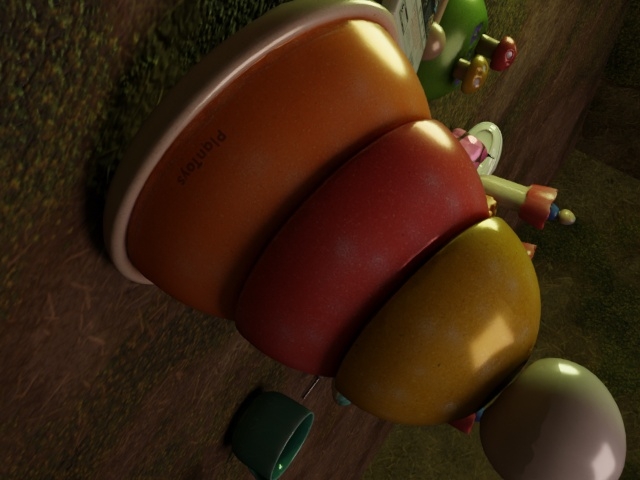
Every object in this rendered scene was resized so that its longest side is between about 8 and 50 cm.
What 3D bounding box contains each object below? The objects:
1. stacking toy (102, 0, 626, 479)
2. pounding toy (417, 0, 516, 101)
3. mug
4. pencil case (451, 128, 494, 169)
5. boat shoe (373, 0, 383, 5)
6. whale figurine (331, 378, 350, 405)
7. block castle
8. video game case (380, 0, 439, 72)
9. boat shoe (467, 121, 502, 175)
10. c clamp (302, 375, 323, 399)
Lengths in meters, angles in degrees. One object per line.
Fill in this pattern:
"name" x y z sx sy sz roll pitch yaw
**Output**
"stacking toy" 0.070 0.050 0.927 0.350 0.480 0.351 -39 163 -14
"pounding toy" 0.201 -0.266 1.414 0.183 0.110 0.237 -59 164 -9
"mug" -0.091 0.323 1.692 0.158 0.097 0.129 -61 165 4
"pencil case" 0.241 -0.109 1.989 0.209 0.095 0.098 -53 158 -18
"boat shoe" 0.015 -0.251 1.122 0.065 0.075 0.206 -16 -152 42
"whale figurine" 0.099 0.238 2.017 0.216 0.141 0.272 -65 174 13
"block castle" 0.329 0.127 2.024 0.303 0.212 0.453 92 21 -59
"video game case" 0.110 -0.285 1.202 0.190 0.022 0.173 64 42 -68
"boat shoe" 0.287 -0.127 2.096 0.258 0.095 0.084 -62 169 0
"c clamp" 0.007 0.224 1.969 0.137 0.022 0.161 -54 164 -22
